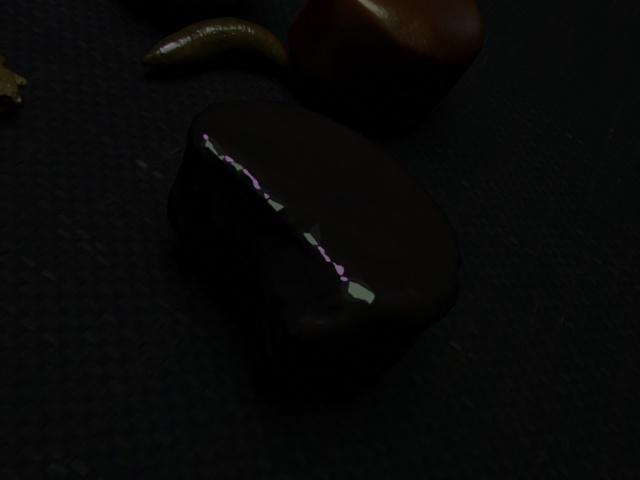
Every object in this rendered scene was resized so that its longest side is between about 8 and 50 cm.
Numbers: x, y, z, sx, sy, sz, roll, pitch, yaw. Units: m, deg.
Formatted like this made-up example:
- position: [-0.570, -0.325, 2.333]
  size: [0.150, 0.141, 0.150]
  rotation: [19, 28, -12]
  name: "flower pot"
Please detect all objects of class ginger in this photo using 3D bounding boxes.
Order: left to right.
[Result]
- position: [-0.484, -0.237, 0.912]
  size: [0.115, 0.081, 0.205]
  rotation: [-23, 70, -4]
  name: "ginger"

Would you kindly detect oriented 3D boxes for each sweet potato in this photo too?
- position: [-0.156, -0.341, 1.174]
  size: [0.346, 0.079, 0.108]
  rotation: [-3, 82, -30]
  name: "sweet potato"

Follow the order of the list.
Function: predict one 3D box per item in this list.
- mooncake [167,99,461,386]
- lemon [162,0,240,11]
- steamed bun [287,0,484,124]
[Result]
- position: [0.000, 0.000, 0.855]
  size: [0.351, 0.212, 0.381]
  rotation: [-6, 52, -36]
  name: "mooncake"
- position: [-0.214, -0.582, 1.187]
  size: [0.336, 0.336, 0.335]
  rotation: [14, 47, -16]
  name: "lemon"
- position: [0.147, -0.358, 1.216]
  size: [0.379, 0.235, 0.248]
  rotation: [-21, 72, -45]
  name: "steamed bun"
